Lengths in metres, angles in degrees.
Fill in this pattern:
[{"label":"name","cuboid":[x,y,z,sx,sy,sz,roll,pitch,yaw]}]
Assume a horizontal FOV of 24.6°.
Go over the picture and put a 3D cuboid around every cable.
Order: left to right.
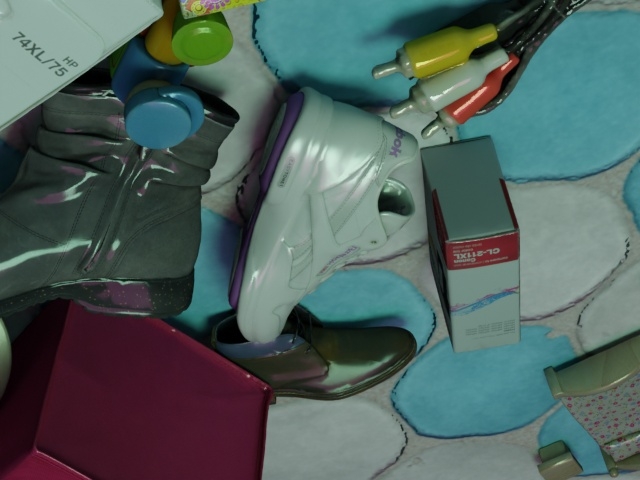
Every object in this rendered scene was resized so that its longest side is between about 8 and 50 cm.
[{"label":"cable","cuboid":[0.189,-0.182,1.278,0.287,0.072,0.139,-28,140,16]}]

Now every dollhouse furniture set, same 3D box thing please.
[{"label":"dollhouse furniture set","cuboid":[0.381,0.193,1.664,0.356,0.173,0.303,-27,136,15]}]

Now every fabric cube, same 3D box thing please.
[{"label":"fabric cube","cuboid":[-0.228,0.242,1.463,0.259,0.254,0.258,35,121,-21]}]

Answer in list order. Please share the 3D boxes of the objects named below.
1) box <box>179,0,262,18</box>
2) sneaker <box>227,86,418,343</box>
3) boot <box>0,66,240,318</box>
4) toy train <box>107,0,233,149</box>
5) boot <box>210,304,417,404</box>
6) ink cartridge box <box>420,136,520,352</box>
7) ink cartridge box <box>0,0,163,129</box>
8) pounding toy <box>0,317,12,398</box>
[{"label":"box","cuboid":[0.013,-0.333,0.947,0.290,0.177,0.279,-14,127,-1]},{"label":"sneaker","cuboid":[0.000,0.000,1.380,0.152,0.114,0.305,14,134,-7]},{"label":"boot","cuboid":[-0.250,-0.050,1.271,0.338,0.118,0.222,-2,120,-28]},{"label":"toy train","cuboid":[-0.096,-0.197,1.133,0.105,0.143,0.248,13,133,-26]},{"label":"boot","cuboid":[-0.011,0.113,1.546,0.219,0.082,0.106,-14,141,4]},{"label":"ink cartridge box","cuboid":[0.148,0.008,1.433,0.072,0.127,0.175,-10,138,-1]},{"label":"ink cartridge box","cuboid":[-0.247,-0.235,0.959,0.197,0.270,0.198,-31,135,19]},{"label":"pounding toy","cuboid":[-0.382,0.072,1.413,0.183,0.110,0.237,18,101,-16]}]
